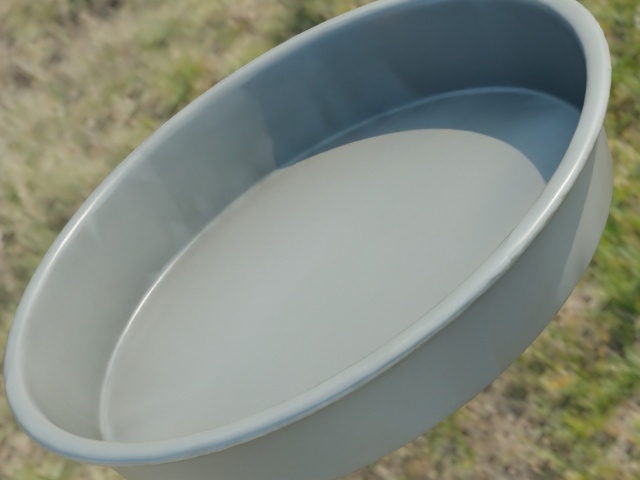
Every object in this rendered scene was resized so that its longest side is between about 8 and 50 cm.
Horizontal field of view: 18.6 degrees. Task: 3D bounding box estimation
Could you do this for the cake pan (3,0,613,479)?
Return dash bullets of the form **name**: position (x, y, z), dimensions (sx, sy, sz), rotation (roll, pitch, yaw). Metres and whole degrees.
- **cake pan**: position (0.000, 0.000, 0.832), dimensions (0.293, 0.054, 0.293), rotation (-26, 30, 16)
